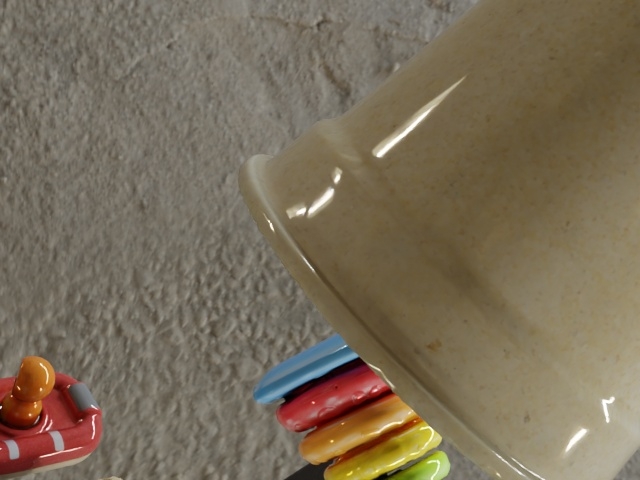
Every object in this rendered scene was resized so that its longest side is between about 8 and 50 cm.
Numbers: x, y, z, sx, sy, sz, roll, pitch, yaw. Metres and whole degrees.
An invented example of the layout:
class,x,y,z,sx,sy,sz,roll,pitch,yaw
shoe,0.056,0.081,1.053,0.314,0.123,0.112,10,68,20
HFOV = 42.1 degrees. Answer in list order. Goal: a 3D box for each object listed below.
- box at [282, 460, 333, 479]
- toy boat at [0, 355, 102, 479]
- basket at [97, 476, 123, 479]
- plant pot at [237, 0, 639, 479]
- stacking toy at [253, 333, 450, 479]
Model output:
class,x,y,z,sx,sy,sz,roll,pitch,yaw
box,0.059,0.431,1.136,0.143,0.165,0.270,37,26,-35
toy boat,-0.394,0.216,1.093,0.231,0.151,0.151,-3,38,-44
basket,-0.388,0.378,0.929,0.213,0.299,0.223,12,98,21
plant pot,0.169,-0.048,0.545,0.334,0.334,0.305,43,102,0
stacking toy,0.073,0.235,0.820,0.302,0.165,0.175,64,19,12
